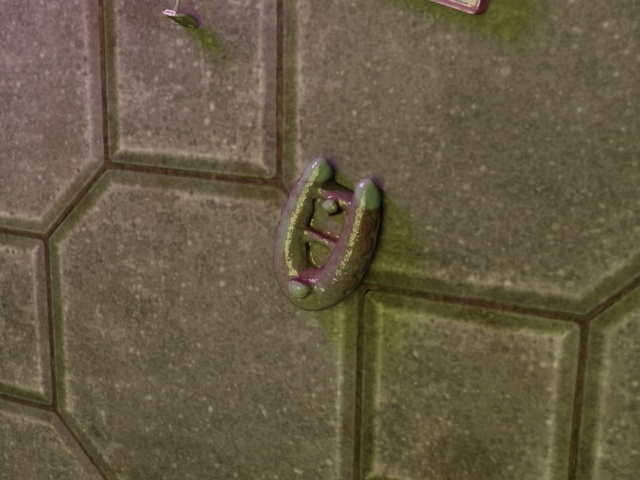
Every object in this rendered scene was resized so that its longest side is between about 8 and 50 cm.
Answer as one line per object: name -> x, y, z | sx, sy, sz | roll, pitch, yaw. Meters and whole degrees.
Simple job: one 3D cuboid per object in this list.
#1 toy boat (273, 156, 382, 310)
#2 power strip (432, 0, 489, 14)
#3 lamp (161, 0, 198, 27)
toy boat -> 0.000, 0.000, 1.390 | 0.155, 0.085, 0.227 | 26, 112, 19
power strip -> 0.114, -0.389, 1.267 | 0.279, 0.037, 0.109 | 24, 112, 21
lamp -> -0.199, -0.423, 1.430 | 0.050, 0.056, 0.198 | 12, 96, 26
